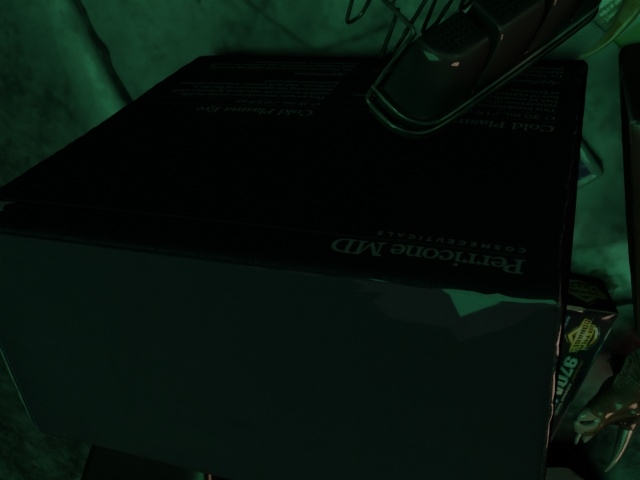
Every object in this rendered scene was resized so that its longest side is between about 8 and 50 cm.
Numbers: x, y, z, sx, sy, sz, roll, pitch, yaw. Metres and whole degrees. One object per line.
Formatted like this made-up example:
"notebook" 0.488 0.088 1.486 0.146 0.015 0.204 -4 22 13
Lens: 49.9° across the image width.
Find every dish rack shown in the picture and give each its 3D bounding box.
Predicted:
"dish rack" 0.050 -0.222 0.441 0.271 0.208 0.074 49 156 9

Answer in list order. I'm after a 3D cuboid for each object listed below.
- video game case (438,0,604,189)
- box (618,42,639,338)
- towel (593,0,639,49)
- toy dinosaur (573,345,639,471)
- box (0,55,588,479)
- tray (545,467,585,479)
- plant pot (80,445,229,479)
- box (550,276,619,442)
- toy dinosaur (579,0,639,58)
"video game case" 0.111 -0.080 0.616 0.201 0.023 0.183 -33 104 32
"box" 0.404 -0.046 0.445 0.381 0.143 0.191 -3 124 25
"towel" 0.229 -0.215 0.493 0.152 0.023 0.113 44 127 -11
"toy dinosaur" 0.371 0.097 0.585 0.313 0.121 0.160 -8 128 20
"box" 0.000 0.000 0.497 0.343 0.312 0.179 7 123 20
"tray" 0.176 0.279 0.772 0.270 0.030 0.145 -11 149 27
"plant pot" -0.171 0.255 0.839 0.188 0.187 0.167 13 112 14
"box" 0.160 0.126 0.674 0.175 0.051 0.220 8 124 -4
"toy dinosaur" 0.243 -0.204 0.459 0.093 0.053 0.183 27 136 24
